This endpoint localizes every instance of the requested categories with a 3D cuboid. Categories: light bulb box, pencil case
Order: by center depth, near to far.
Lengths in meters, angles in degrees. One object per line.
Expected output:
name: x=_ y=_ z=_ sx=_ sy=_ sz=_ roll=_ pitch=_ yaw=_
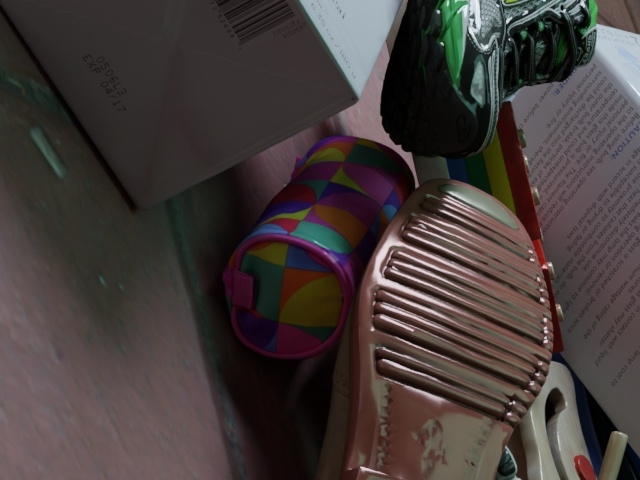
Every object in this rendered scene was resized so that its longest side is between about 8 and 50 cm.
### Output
pencil case: x=0.000 y=0.000 z=1.344 sx=0.104 sy=0.104 sz=0.236 roll=60 pitch=20 yaw=-12
light bulb box: x=0.373 y=0.017 z=1.711 sx=0.358 sy=0.225 sz=0.361 roll=6 pitch=38 yaw=-43

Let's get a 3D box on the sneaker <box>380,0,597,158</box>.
sneaker: x=0.137 y=-0.164 z=1.384 sx=0.146 sy=0.134 sz=0.343 roll=20 pitch=36 yaw=3

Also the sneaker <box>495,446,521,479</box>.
sneaker: x=0.080 y=0.159 z=1.352 sx=0.118 sy=0.107 sz=0.279 roll=137 pitch=-50 yaw=-70

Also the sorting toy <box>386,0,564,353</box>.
sorting toy: x=0.126 y=-0.047 z=1.530 sx=0.257 sy=0.089 sz=0.255 roll=-98 pitch=173 yaw=-54

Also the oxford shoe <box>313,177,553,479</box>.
oxford shoe: x=0.050 y=0.126 z=1.217 sx=0.140 sy=0.146 sz=0.397 roll=27 pitch=48 yaw=-10

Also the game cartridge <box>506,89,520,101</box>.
game cartridge: x=0.188 y=-0.127 z=1.927 sx=0.294 sy=0.060 sz=0.196 roll=49 pitch=30 yaw=-23

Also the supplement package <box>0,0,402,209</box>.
supplement package: x=-0.063 y=-0.183 z=1.280 sx=0.177 sy=0.175 sz=0.293 roll=57 pitch=23 yaw=-17

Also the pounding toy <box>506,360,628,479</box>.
pounding toy: x=0.212 y=0.205 z=1.521 sx=0.154 sy=0.155 sz=0.269 roll=40 pitch=32 yaw=-40

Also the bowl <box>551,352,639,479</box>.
bowl: x=0.301 y=0.260 z=1.762 sx=0.391 sy=0.077 sz=0.391 roll=51 pitch=24 yaw=-34
